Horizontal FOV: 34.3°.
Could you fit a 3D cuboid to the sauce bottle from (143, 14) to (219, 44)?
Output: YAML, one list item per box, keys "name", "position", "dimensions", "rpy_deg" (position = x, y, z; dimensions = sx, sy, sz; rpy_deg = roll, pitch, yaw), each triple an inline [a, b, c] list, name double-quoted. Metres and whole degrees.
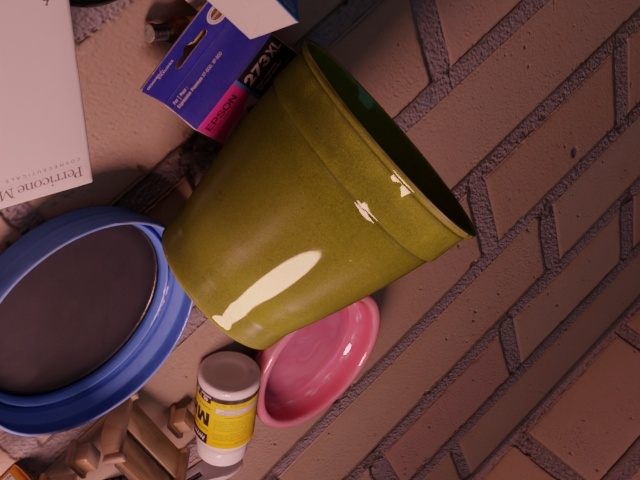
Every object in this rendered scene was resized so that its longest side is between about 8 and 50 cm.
- name: "sauce bottle"
  position: [-0.187, -0.292, 1.439]
  dimensions: [0.128, 0.042, 0.042]
  rpy_deg: [-12, 130, -42]

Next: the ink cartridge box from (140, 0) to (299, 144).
- name: "ink cartridge box"
  position: [-0.099, -0.222, 1.550]
  dimensions: [0.176, 0.069, 0.371]
  rpy_deg: [-51, 152, 8]

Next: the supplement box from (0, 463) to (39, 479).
- name: "supplement box"
  position: [-0.548, 0.484, 1.706]
  dimensions: [0.233, 0.080, 0.078]
  rpy_deg: [-44, 147, -9]

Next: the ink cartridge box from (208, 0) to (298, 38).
- name: "ink cartridge box"
  position: [-0.099, -0.398, 1.345]
  dimensions: [0.078, 0.231, 0.134]
  rpy_deg: [-15, 155, 23]

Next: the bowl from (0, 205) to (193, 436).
- name: "bowl"
  position: [-0.367, 0.120, 1.579]
  dimensions: [0.391, 0.077, 0.391]
  rpy_deg: [-31, 141, -28]

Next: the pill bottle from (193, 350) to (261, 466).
- name: "pill bottle"
  position: [-0.179, 0.322, 1.960]
  dimensions: [0.119, 0.119, 0.208]
  rpy_deg: [-23, 137, -36]

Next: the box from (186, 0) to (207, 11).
- name: "box"
  position: [-0.167, -0.363, 1.377]
  dimensions: [0.081, 0.028, 0.136]
  rpy_deg: [-28, 150, 17]

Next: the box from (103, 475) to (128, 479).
- name: "box"
  position: [-0.385, 0.491, 1.932]
  dimensions: [0.062, 0.052, 0.083]
  rpy_deg: [0, 120, -50]

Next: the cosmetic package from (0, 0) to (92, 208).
- name: "cosmetic package"
  position: [-0.390, -0.221, 1.131]
  dimensions: [0.217, 0.156, 0.385]
  rpy_deg: [-21, 136, -22]

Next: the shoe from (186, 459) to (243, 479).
- name: "shoe"
  position: [-0.239, 0.499, 2.112]
  dimensions: [0.178, 0.063, 0.081]
  rpy_deg: [-23, 139, -29]

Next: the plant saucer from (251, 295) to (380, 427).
- name: "plant saucer"
  position: [-0.022, 0.224, 2.091]
  dimensions: [0.332, 0.084, 0.332]
  rpy_deg: [-32, 142, -29]

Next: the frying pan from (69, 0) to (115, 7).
- name: "frying pan"
  position: [-0.248, -0.432, 1.221]
  dimensions: [0.197, 0.053, 0.326]
  rpy_deg: [-2, 122, -49]

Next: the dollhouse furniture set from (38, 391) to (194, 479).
- name: "dollhouse furniture set"
  position: [-0.380, 0.375, 1.758]
  dimensions: [0.174, 0.355, 0.303]
  rpy_deg: [-15, 131, 18]

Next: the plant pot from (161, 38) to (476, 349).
- name: "plant pot"
  position: [-0.027, -0.035, 1.502]
  dimensions: [0.353, 0.366, 0.366]
  rpy_deg: [-41, 149, 13]
